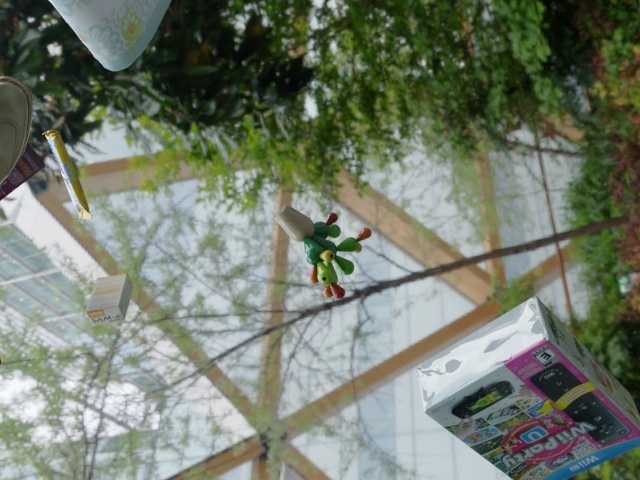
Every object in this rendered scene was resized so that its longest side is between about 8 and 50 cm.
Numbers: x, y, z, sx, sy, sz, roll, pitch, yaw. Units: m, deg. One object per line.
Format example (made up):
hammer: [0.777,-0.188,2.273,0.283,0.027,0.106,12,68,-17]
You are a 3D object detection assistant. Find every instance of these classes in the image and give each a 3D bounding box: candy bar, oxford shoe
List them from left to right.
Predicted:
oxford shoe: [-0.635,-0.138,1.306,0.123,0.348,0.130,24,-168,-25]
candy bar: [-0.418,-0.109,1.165,0.018,0.040,0.161,-35,-61,-38]

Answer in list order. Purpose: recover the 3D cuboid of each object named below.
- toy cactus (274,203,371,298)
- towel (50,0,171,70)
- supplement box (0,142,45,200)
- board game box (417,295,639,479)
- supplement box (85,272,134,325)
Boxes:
toy cactus: [0.000,0.000,1.277,0.180,0.112,0.219,40,-147,-14]
towel: [-0.307,-0.492,1.029,0.320,0.090,0.374,56,-131,-60]
supplement box: [-0.687,-0.131,1.467,0.188,0.104,0.080,-47,-58,-27]
board game box: [0.334,0.255,1.104,0.303,0.224,0.097,40,-153,-28]
supplement box: [-0.380,0.106,1.273,0.098,0.062,0.036,-94,-8,-55]
